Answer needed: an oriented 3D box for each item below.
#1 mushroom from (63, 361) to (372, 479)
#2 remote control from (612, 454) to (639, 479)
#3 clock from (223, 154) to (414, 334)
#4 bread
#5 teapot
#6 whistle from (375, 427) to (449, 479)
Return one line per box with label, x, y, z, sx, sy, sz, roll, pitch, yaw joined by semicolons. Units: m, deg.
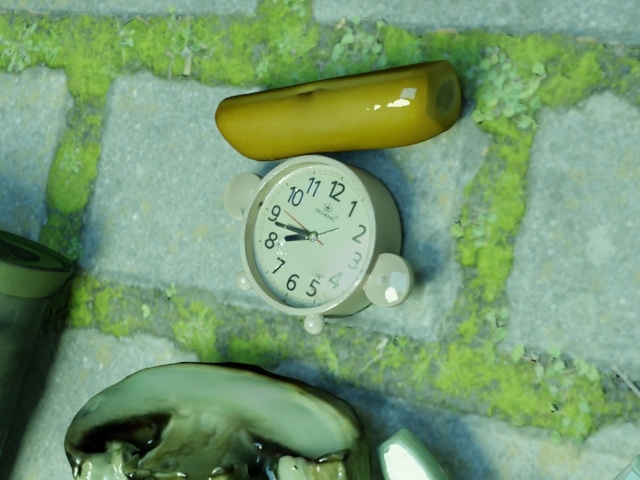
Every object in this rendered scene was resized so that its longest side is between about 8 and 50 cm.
mushroom;-0.087;0.222;1.086;0.267;0.189;0.164;-4;113;0
remote control;0.294;0.251;0.947;0.065;0.029;0.166;-49;63;13
clock;0.000;0.000;1.134;0.229;0.063;0.156;29;100;32
bread;0.014;-0.118;1.127;0.239;0.092;0.074;-5;106;30
teapot;-0.393;0.159;1.240;0.270;0.200;0.337;27;99;60
whistle;0.122;0.276;1.000;0.101;0.106;0.253;-29;74;-10
